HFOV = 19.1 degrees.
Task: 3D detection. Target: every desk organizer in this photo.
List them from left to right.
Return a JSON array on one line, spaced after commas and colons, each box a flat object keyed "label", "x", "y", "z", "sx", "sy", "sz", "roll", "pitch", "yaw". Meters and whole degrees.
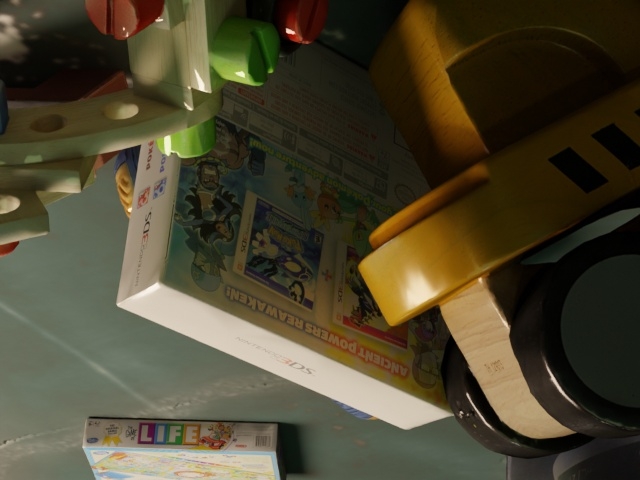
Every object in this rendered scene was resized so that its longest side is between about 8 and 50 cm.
[{"label": "desk organizer", "x": -0.173, "y": -0.070, "z": 1.095, "sx": 0.130, "sy": 0.050, "sz": 0.047, "roll": 4, "pitch": 120, "yaw": 31}]

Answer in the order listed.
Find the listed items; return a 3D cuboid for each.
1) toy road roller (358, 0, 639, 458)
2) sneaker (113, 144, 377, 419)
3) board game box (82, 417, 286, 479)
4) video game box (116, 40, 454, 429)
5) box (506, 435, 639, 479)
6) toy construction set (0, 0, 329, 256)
[{"label": "toy road roller", "x": 0.170, "y": -0.050, "z": 0.969, "sx": 0.330, "sy": 0.240, "sz": 0.202, "roll": -28, "pitch": 176, "yaw": -13}, {"label": "sneaker", "x": 0.000, "y": 0.000, "z": 1.173, "sx": 0.131, "sy": 0.111, "sz": 0.296, "roll": -32, "pitch": 139, "yaw": 21}, {"label": "board game box", "x": -0.108, "y": 0.179, "z": 1.542, "sx": 0.154, "sy": 0.026, "sz": 0.103, "roll": 1, "pitch": 150, "yaw": 4}, {"label": "video game box", "x": -0.007, "y": -0.016, "z": 1.036, "sx": 0.205, "sy": 0.187, "sz": 0.048, "roll": 26, "pitch": 143, "yaw": -33}, {"label": "box", "x": 0.280, "y": 0.207, "z": 1.281, "sx": 0.296, "sy": 0.294, "sz": 0.182, "roll": -4, "pitch": 149, "yaw": 13}, {"label": "toy construction set", "x": -0.097, "y": -0.129, "z": 0.808, "sx": 0.151, "sy": 0.215, "sz": 0.327, "roll": 28, "pitch": 131, "yaw": 17}]
